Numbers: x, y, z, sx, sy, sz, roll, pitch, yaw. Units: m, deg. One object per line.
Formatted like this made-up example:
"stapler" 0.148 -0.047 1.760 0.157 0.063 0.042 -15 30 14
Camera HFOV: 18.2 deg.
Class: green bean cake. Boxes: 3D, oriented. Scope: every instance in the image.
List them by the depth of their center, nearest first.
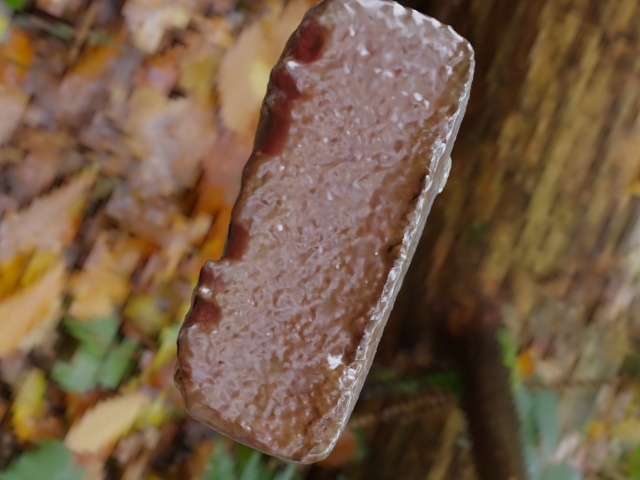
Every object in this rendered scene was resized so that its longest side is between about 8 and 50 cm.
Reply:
"green bean cake" 0.000 0.000 1.057 0.198 0.097 0.233 61 51 -84
